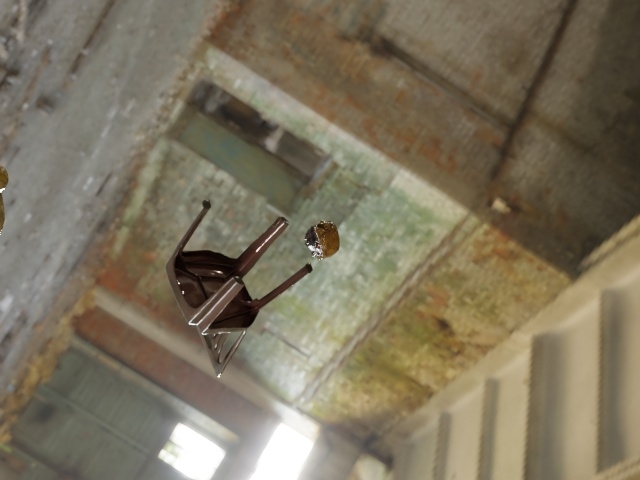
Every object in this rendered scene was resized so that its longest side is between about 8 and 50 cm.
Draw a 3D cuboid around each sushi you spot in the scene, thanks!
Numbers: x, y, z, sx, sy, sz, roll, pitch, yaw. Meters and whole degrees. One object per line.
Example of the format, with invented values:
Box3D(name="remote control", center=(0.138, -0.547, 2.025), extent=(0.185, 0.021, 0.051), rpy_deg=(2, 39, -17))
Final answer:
Box3D(name="sushi", center=(0.000, 0.000, 1.509), extent=(0.099, 0.047, 0.050), rpy_deg=(108, -33, -63))

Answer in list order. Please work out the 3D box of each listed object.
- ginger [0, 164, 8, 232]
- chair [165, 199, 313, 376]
Box3D(name="ginger", center=(-0.481, -0.025, 1.172), extent=(0.294, 0.131, 0.086), rpy_deg=(-21, -146, -2))
Box3D(name="chair", center=(-0.186, 0.096, 1.834), extent=(0.183, 0.175, 0.326), rpy_deg=(2, 141, -43))
